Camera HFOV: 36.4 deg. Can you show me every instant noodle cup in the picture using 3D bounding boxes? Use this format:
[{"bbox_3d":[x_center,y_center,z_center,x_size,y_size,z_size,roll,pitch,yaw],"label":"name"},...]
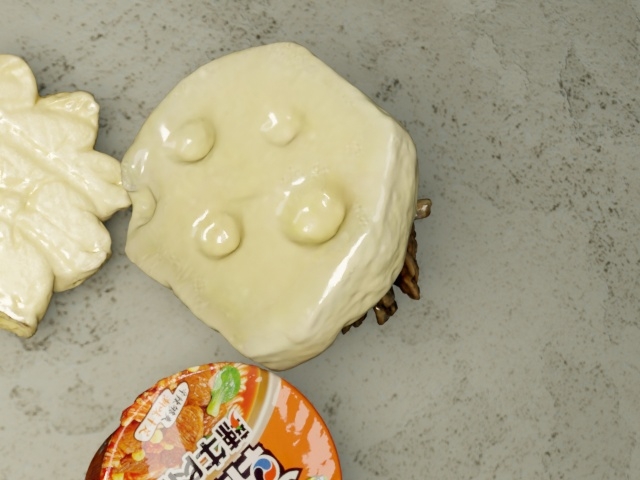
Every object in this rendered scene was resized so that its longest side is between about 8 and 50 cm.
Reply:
[{"bbox_3d":[-0.130,0.262,1.002,0.250,0.192,0.250,9,70,-26],"label":"instant noodle cup"}]

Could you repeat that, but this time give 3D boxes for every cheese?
[{"bbox_3d":[-0.056,-0.034,0.986,0.115,0.318,0.326,35,53,-63],"label":"cheese"}]

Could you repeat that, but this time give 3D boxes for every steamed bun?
[{"bbox_3d":[-0.354,-0.038,1.013,0.292,0.137,0.295,-18,91,-35],"label":"steamed bun"}]

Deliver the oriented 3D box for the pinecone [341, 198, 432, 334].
[{"bbox_3d":[0.002,-0.012,1.141,0.257,0.243,0.243,3,73,-22],"label":"pinecone"}]
